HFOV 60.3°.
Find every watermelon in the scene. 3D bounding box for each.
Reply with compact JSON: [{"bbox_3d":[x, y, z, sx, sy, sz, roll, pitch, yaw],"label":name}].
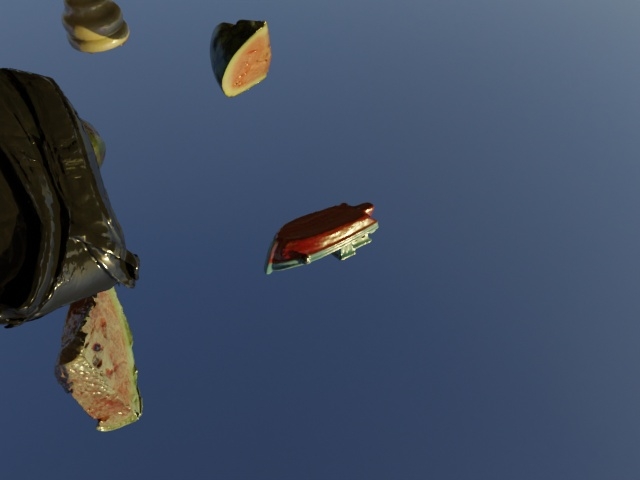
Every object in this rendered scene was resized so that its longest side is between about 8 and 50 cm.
[{"bbox_3d":[-0.123,-0.259,0.764,0.087,0.163,0.069,-40,-92,-10],"label":"watermelon"},{"bbox_3d":[-0.268,0.126,0.627,0.071,0.139,0.187,-16,-101,-4],"label":"watermelon"}]

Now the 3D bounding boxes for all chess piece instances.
[{"bbox_3d":[-0.345,-0.371,0.797,0.094,0.170,0.094,0,-131,0],"label":"chess piece"}]

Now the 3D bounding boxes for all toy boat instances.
[{"bbox_3d":[0.000,0.000,0.736,0.173,0.058,0.069,-22,-144,-26],"label":"toy boat"}]

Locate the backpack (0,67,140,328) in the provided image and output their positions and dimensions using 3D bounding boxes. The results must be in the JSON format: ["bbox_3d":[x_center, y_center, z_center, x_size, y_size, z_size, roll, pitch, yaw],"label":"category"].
[{"bbox_3d":[-0.207,-0.029,0.378,0.106,0.165,0.120,-14,-177,31],"label":"backpack"}]

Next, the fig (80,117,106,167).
[{"bbox_3d":[-0.632,-0.192,1.309,0.195,0.245,0.195,39,-153,-24],"label":"fig"}]
